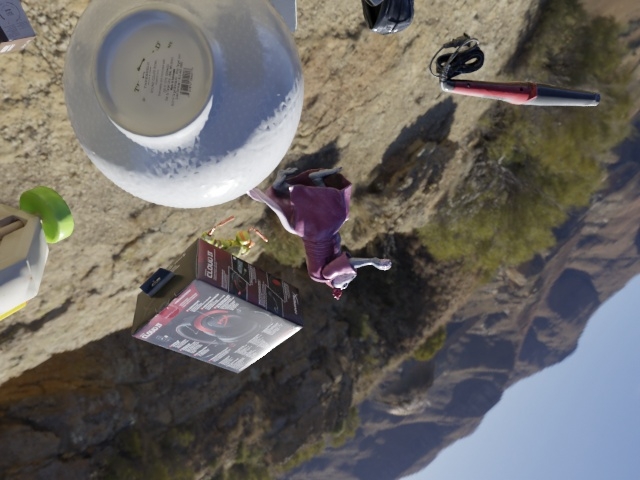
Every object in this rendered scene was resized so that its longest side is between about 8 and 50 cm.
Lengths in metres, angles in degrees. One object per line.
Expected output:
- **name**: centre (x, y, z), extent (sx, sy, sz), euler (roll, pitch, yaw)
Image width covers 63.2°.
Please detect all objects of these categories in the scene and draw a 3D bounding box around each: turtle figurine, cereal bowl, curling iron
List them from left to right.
- **cereal bowl**: centre (-0.197, -0.212, 0.699), extent (0.339, 0.339, 0.141), euler (-45, 178, 8)
- **turtle figurine**: centre (-0.258, 0.038, 1.413), extent (0.217, 0.087, 0.269), euler (-37, 164, 14)
- **curling iron**: centre (0.262, -0.203, 0.666), extent (0.274, 0.035, 0.068), euler (6, 121, -23)

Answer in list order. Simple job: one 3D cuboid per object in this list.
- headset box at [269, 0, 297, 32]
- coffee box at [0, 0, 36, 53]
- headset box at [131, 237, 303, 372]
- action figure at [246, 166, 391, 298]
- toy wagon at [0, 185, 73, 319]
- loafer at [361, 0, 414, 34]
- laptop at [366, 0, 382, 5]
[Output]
- **headset box**: centre (-0.204, -0.457, 0.924), extent (0.246, 0.283, 0.131), euler (-28, 168, -9)
- **coffee box**: centre (-0.915, -0.662, 1.445), extent (0.141, 0.246, 0.098), euler (-2, -155, 47)
- **headset box**: centre (-0.216, 0.136, 1.051), extent (0.293, 0.110, 0.218), euler (30, 123, -35)
- **action figure**: centre (0.000, 0.000, 1.337), extent (0.276, 0.248, 0.370), euler (-20, 115, -21)
- **toy wagon**: centre (-0.413, 0.008, 0.457), extent (0.267, 0.345, 0.068), euler (-42, 140, -52)
- **loafer**: centre (0.083, -0.412, 0.742), extent (0.078, 0.223, 0.076), euler (-22, -162, -36)
- **laptop**: centre (0.017, -0.361, 0.279), extent (0.236, 0.381, 0.408), euler (-34, 156, 24)
